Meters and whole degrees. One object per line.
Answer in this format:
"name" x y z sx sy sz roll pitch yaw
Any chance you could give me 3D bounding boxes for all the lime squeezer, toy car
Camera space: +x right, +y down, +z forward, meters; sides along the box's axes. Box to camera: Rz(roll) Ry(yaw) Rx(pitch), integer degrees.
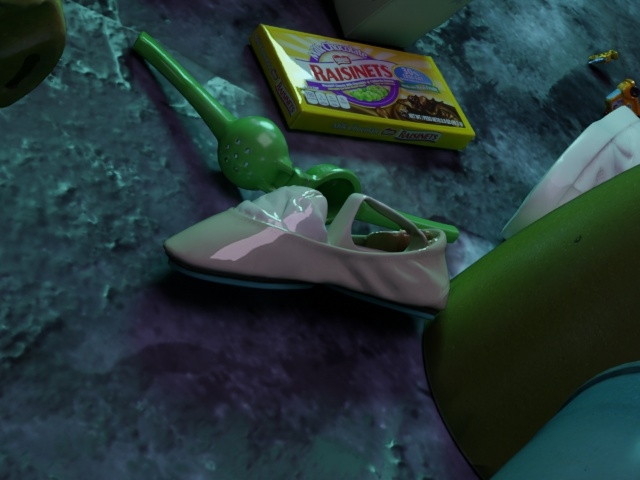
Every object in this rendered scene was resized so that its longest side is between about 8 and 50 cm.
"lime squeezer" -0.022 -0.054 1.050 0.310 0.059 0.110 31 8 -11
"toy car" 0.322 -0.162 1.475 0.040 0.060 0.122 -14 29 2

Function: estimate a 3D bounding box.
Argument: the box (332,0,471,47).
"box" 0.048 -0.331 1.276 0.094 0.113 0.275 1 65 -45

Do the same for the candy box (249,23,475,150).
"candy box" 0.039 -0.134 1.190 0.205 0.027 0.105 3 47 -39

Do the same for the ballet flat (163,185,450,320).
"ballet flat" 0.000 0.000 0.969 0.248 0.086 0.086 12 45 -39

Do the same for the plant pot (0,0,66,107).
"plant pot" -0.278 -0.210 0.823 0.276 0.276 0.254 -3 67 -43

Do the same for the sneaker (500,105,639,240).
"sneaker" 0.286 -0.022 1.227 0.169 0.108 0.292 44 36 10

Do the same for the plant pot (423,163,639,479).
"plant pot" 0.270 0.047 0.989 0.274 0.293 0.275 24 40 -21

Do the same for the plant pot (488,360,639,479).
"plant pot" 0.159 0.243 0.739 0.255 0.272 0.272 -29 73 -37
